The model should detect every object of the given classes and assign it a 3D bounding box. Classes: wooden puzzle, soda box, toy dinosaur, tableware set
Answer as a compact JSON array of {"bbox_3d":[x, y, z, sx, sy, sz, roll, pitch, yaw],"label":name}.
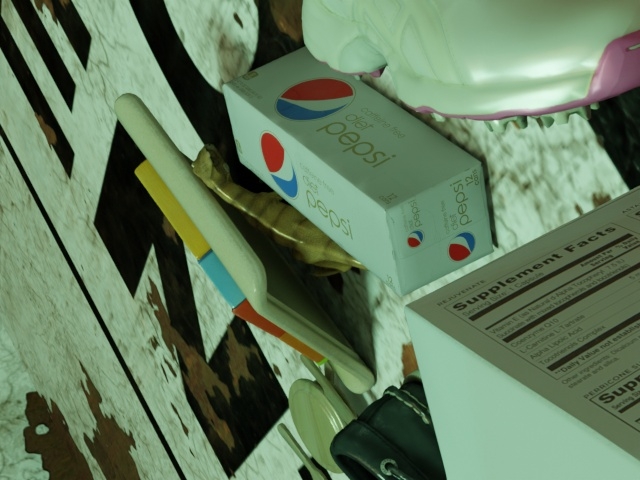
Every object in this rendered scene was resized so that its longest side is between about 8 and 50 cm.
[{"bbox_3d":[-0.064,0.011,1.251,0.221,0.044,0.239,53,-177,32],"label":"wooden puzzle"},{"bbox_3d":[0.020,-0.051,1.036,0.216,0.074,0.069,40,150,50],"label":"soda box"},{"bbox_3d":[0.000,0.000,1.138,0.211,0.064,0.112,25,-175,16],"label":"toy dinosaur"},{"bbox_3d":[0.041,0.190,1.331,0.194,0.039,0.128,51,149,23],"label":"tableware set"}]

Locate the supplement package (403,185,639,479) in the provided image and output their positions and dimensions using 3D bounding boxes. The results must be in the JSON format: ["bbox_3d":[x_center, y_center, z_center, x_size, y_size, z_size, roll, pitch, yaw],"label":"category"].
[{"bbox_3d":[0.197,0.108,0.589,0.262,0.198,0.199,33,144,56],"label":"supplement package"}]

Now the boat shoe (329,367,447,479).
[{"bbox_3d":[0.116,0.254,1.100,0.340,0.113,0.127,62,160,8],"label":"boat shoe"}]

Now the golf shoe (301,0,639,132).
[{"bbox_3d":[0.061,-0.139,0.763,0.306,0.115,0.140,27,139,58],"label":"golf shoe"}]
